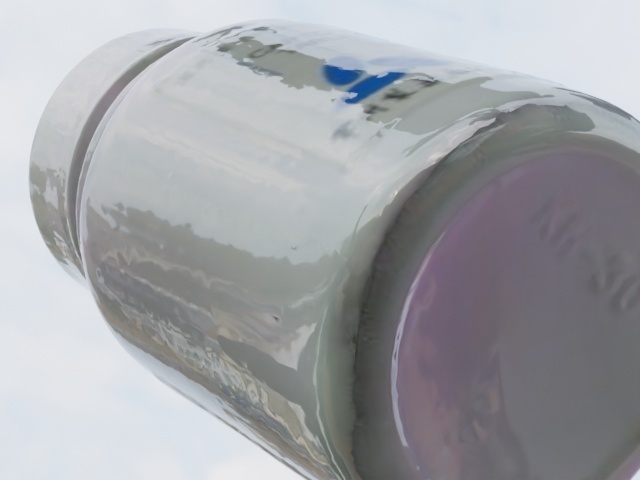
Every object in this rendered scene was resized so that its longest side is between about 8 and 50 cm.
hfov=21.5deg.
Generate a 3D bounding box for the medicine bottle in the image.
[{"bbox_3d":[0.000,0.000,0.678,0.170,0.170,0.293,43,-12,-34],"label":"medicine bottle"}]
